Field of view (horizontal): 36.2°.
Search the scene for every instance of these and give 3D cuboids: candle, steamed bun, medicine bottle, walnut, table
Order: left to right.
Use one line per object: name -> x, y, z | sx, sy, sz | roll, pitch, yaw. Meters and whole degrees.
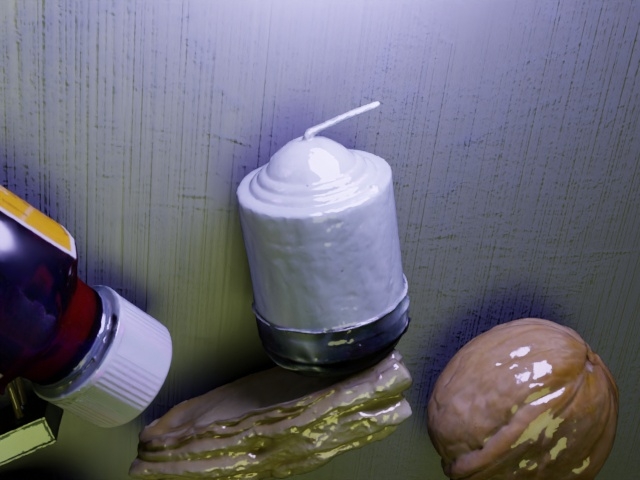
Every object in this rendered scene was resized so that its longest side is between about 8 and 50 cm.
table -> -0.493, 0.258, 1.350 | 0.240, 0.121, 0.111 | -23, 104, -6
medicine bottle -> -0.375, 0.098, 1.235 | 0.242, 0.242, 0.395 | -41, 126, 6
steamed bun -> -0.050, 0.279, 1.456 | 0.428, 0.247, 0.189 | -20, 108, 10
candle -> 0.000, 0.000, 1.320 | 0.221, 0.221, 0.342 | -15, 117, -10
walnut -> 0.316, 0.280, 1.545 | 0.277, 0.252, 0.313 | 35, 111, -29
